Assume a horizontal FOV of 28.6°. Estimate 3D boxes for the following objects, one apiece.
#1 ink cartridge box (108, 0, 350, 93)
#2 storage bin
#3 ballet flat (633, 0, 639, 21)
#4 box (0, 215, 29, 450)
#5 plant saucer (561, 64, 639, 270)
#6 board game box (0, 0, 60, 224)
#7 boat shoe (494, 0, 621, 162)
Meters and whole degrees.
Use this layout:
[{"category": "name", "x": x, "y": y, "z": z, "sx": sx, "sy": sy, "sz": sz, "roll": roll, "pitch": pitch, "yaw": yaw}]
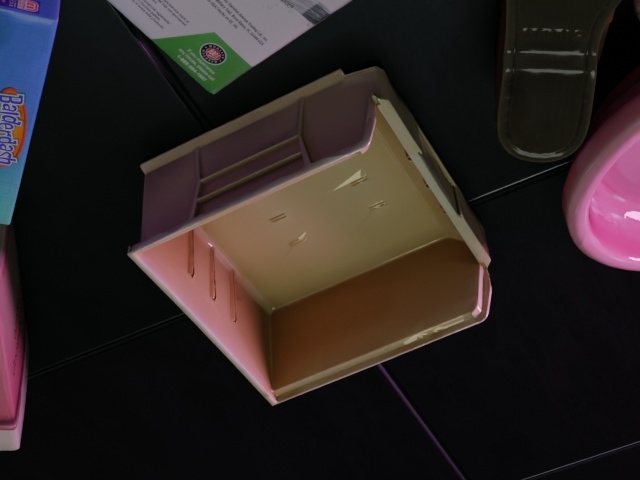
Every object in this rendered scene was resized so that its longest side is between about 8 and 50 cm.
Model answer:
[{"category": "ink cartridge box", "x": -0.055, "y": -0.234, "z": 0.982, "sx": 0.208, "sy": 0.087, "sz": 0.153, "roll": -30, "pitch": 130, "yaw": 23}, {"category": "storage bin", "x": 0.000, "y": 0.000, "z": 1.198, "sx": 0.260, "sy": 0.123, "sz": 0.262, "roll": -23, "pitch": 132, "yaw": 17}, {"category": "ballet flat", "x": 0.362, "y": -0.258, "z": 0.968, "sx": 0.316, "sy": 0.106, "sz": 0.107, "roll": -42, "pitch": 157, "yaw": -13}, {"category": "box", "x": -0.359, "y": 0.081, "z": 1.221, "sx": 0.126, "sy": 0.149, "sz": 0.232, "roll": -1, "pitch": 136, "yaw": -7}, {"category": "plant saucer", "x": 0.371, "y": -0.092, "z": 1.132, "sx": 0.332, "sy": 0.084, "sz": 0.332, "roll": -11, "pitch": 148, "yaw": -7}, {"category": "board game box", "x": -0.245, "y": -0.142, "z": 1.003, "sx": 0.047, "sy": 0.160, "sz": 0.210, "roll": 11, "pitch": 133, "yaw": -17}, {"category": "boat shoe", "x": 0.194, "y": -0.215, "z": 1.022, "sx": 0.110, "sy": 0.104, "sz": 0.307, "roll": 10, "pitch": 130, "yaw": -3}]
